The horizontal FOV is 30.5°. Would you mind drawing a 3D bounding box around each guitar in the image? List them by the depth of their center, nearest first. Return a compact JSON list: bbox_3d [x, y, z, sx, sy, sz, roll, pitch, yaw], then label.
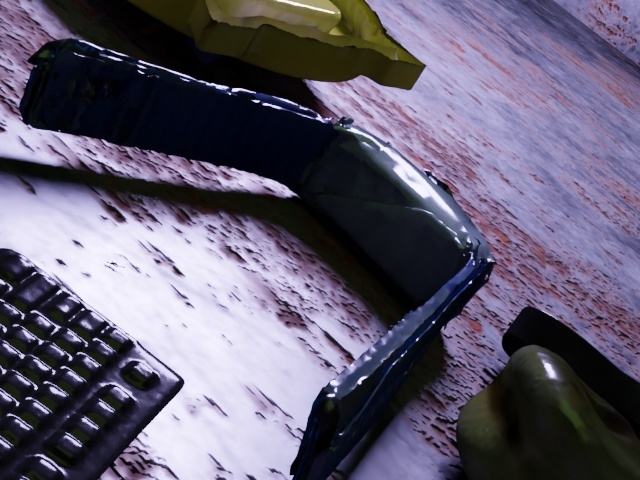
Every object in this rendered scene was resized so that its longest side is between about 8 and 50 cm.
[{"bbox_3d":[0.206,0.116,0.688,0.233,0.025,0.088,36,-9,15],"label":"guitar"}]

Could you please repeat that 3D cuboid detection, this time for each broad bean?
[{"bbox_3d":[0.155,0.131,0.618,0.206,0.072,0.153,36,21,-31],"label":"broad bean"}]

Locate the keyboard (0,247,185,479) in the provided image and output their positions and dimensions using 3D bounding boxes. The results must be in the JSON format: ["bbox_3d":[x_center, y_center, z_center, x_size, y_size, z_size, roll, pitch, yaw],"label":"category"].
[{"bbox_3d":[-0.117,0.062,0.385,0.103,0.041,0.381,37,22,2],"label":"keyboard"}]

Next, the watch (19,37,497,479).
[{"bbox_3d":[0.010,0.008,0.630,0.274,0.068,0.276,12,32,-51],"label":"watch"}]

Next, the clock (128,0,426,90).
[{"bbox_3d":[-0.082,-0.204,0.941,0.277,0.071,0.293,7,34,-42],"label":"clock"}]
